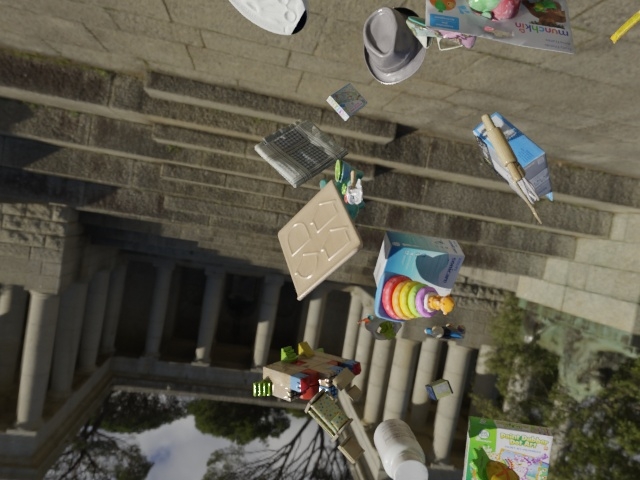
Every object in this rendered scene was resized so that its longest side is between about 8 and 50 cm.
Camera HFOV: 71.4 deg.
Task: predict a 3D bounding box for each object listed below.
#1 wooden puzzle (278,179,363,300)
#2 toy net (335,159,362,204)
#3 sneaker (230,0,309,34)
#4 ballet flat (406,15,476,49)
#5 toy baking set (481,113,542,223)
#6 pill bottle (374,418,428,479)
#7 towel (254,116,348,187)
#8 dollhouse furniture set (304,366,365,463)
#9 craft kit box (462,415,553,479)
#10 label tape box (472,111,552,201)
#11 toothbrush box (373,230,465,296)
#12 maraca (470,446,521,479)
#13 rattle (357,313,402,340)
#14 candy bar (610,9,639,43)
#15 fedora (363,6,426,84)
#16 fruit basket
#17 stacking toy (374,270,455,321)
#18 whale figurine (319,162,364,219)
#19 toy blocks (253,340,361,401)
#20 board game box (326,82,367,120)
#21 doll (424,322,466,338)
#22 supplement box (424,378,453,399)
[{"bbox_3d":[0.000,0.000,1.599,0.081,0.322,0.347,23,-144,-40],"label":"wooden puzzle"},{"bbox_3d":[0.080,-0.156,1.345,0.045,0.122,0.232,3,-152,-10],"label":"toy net"},{"bbox_3d":[-0.134,-0.568,0.865,0.323,0.236,0.130,32,138,-15],"label":"sneaker"},{"bbox_3d":[0.344,-0.596,1.293,0.222,0.079,0.077,24,-136,29],"label":"ballet flat"},{"bbox_3d":[0.423,-0.164,0.966,0.030,0.256,0.197,-30,152,29],"label":"toy baking set"},{"bbox_3d":[0.252,0.668,1.389,0.131,0.131,0.229,9,-177,-5],"label":"pill bottle"},{"bbox_3d":[-0.090,-0.406,1.965,0.324,0.312,0.056,44,158,28],"label":"towel"},{"bbox_3d":[0.082,0.449,1.172,0.182,0.161,0.101,42,150,18],"label":"dollhouse furniture set"},{"bbox_3d":[0.606,0.714,1.454,0.250,0.246,0.061,4,-172,13],"label":"craft kit box"},{"bbox_3d":[0.709,-0.271,1.627,0.348,0.115,0.249,40,-165,-52],"label":"label tape box"},{"bbox_3d":[0.383,0.098,1.757,0.296,0.216,0.126,7,-150,-6],"label":"toothbrush box"},{"bbox_3d":[0.456,0.622,1.148,0.185,0.099,0.127,48,-153,3],"label":"maraca"},{"bbox_3d":[0.224,0.313,1.812,0.200,0.130,0.142,21,-141,-21],"label":"rattle"},{"bbox_3d":[0.982,-0.688,1.385,0.018,0.040,0.161,25,140,-16],"label":"candy bar"},{"bbox_3d":[0.242,-0.716,1.592,0.244,0.275,0.124,-12,171,34],"label":"fedora"},{"bbox_3d":[0.395,-0.575,0.981,0.328,0.352,0.165,9,151,-3],"label":"fruit basket"},{"bbox_3d":[0.344,0.204,1.529,0.166,0.175,0.302,17,169,-31],"label":"stacking toy"},{"bbox_3d":[0.101,-0.197,1.822,0.216,0.271,0.141,30,162,-14],"label":"whale figurine"},{"bbox_3d":[-0.023,0.517,1.684,0.261,0.190,0.382,3,-176,41],"label":"toy blocks"},{"bbox_3d":[0.102,-0.523,1.675,0.154,0.103,0.026,-46,-176,-42],"label":"board game box"},{"bbox_3d":[0.388,0.285,1.388,0.129,0.046,0.189,2,174,33],"label":"doll"},{"bbox_3d":[0.496,0.622,1.862,0.083,0.056,0.083,-18,169,-7],"label":"supplement box"}]
